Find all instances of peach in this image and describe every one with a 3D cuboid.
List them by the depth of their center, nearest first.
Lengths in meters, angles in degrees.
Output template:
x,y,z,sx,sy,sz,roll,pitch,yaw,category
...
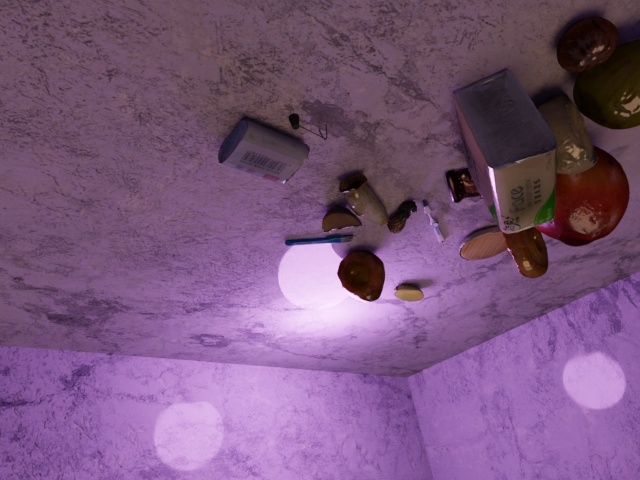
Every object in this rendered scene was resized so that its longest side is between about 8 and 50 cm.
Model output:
x,y,z,sx,sy,sz,roll,pitch,yaw,category
0.902,-0.159,1.811,0.388,0.388,0.388,-8,149,-5,peach
0.194,0.163,2.236,0.214,0.235,0.214,-17,153,-9,peach

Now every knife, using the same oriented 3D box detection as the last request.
x,y,z,sx,sy,sz,roll,pitch,yaw,category
0.000,-0.002,2.102,0.296,0.026,0.044,-3,145,-8,knife

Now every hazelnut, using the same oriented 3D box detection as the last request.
x,y,z,sx,sy,sz,roll,pitch,yaw,category
0.725,-0.525,1.377,0.154,0.143,0.143,-29,145,29,hazelnut

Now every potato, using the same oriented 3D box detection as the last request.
x,y,z,sx,sy,sz,roll,pitch,yaw,category
0.084,-0.097,1.912,0.172,0.089,0.100,-9,-160,38,potato
0.459,0.268,2.665,0.198,0.054,0.119,13,142,-27,potato

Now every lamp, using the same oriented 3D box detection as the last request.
x,y,z,sx,sy,sz,roll,pitch,yaw,category
-0.037,-0.336,1.513,0.121,0.054,0.041,9,144,-30,lamp

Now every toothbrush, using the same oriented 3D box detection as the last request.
x,y,z,sx,sy,sz,roll,pitch,yaw,category
0.483,-0.065,2.140,0.040,0.040,0.386,-21,148,15,toothbrush

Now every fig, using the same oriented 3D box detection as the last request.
x,y,z,sx,sy,sz,roll,pitch,yaw,category
0.873,-0.458,1.447,0.239,0.239,0.271,6,132,-26,fig

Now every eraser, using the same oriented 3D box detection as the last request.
x,y,z,sx,sy,sz,roll,pitch,yaw,category
-0.173,-0.268,1.557,0.227,0.081,0.174,16,136,-36,eraser

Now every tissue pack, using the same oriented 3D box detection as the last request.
x,y,z,sx,sy,sz,roll,pitch,yaw,category
0.575,-0.257,1.573,0.205,0.332,0.405,-21,147,12,tissue pack

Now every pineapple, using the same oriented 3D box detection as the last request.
x,y,z,sx,sy,sz,roll,pitch,yaw,category
0.327,-0.097,2.013,0.074,0.074,0.159,6,140,-26,pineapple

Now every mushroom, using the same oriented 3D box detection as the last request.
x,y,z,sx,sy,sz,roll,pitch,yaw,category
0.165,-0.138,1.878,0.107,0.087,0.333,-21,150,14,mushroom

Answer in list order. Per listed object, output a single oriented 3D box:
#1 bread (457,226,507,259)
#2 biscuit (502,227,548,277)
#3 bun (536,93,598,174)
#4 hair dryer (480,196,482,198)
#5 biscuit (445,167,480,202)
x,y,z,sx,sy,sz,roll,pitch,yaw,category
0.768,0.013,2.357,0.267,0.040,0.267,-8,148,-5,bread
0.880,0.015,2.154,0.296,0.296,0.102,20,145,-41,biscuit
0.758,-0.324,1.609,0.152,0.259,0.259,-21,150,39,bun
0.644,-0.238,1.912,0.100,0.057,0.198,-16,140,9,hair dryer
0.591,-0.214,1.871,0.235,0.063,0.151,-6,132,19,biscuit
